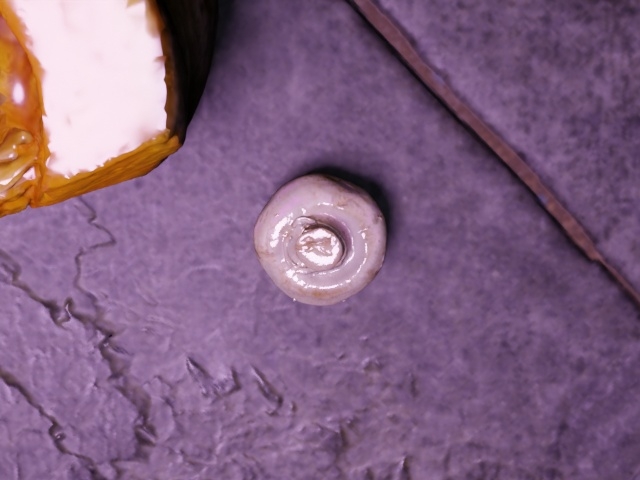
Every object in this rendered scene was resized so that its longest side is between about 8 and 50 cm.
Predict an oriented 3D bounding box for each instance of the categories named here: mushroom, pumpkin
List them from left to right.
[{"bbox_3d":[-0.203,-0.130,0.440,0.303,0.225,0.257,-12,107,-7],"label":"pumpkin"},{"bbox_3d":[0.000,0.000,0.550,0.083,0.067,0.084,1,104,3],"label":"mushroom"}]
